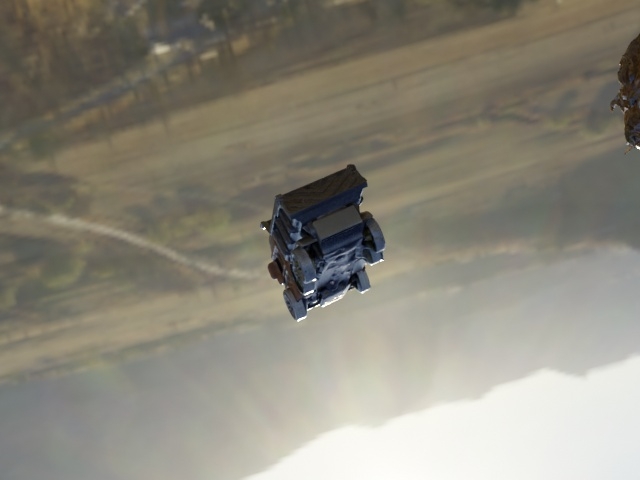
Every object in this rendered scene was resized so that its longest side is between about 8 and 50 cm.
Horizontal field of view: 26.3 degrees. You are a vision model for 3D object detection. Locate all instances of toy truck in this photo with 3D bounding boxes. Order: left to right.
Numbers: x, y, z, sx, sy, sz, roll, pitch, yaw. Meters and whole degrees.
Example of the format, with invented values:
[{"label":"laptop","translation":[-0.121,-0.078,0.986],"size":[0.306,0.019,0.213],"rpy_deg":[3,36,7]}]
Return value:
[{"label":"toy truck","translation":[0.000,0.000,1.236],"size":[0.083,0.092,0.192],"rpy_deg":[-24,165,-13]}]

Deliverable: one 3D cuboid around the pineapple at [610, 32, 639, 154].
[{"label":"pineapple","translation":[0.317,-0.133,1.125],"size":[0.076,0.225,0.225],"rpy_deg":[0,167,-32]}]
